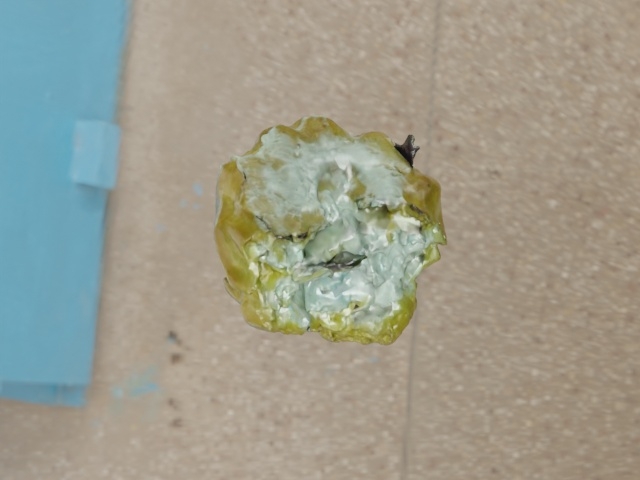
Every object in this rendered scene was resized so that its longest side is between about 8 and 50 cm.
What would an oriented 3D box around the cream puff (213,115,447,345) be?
[{"bbox_3d":[0.000,0.001,0.958,0.156,0.156,0.121,-54,41,13],"label":"cream puff"}]
